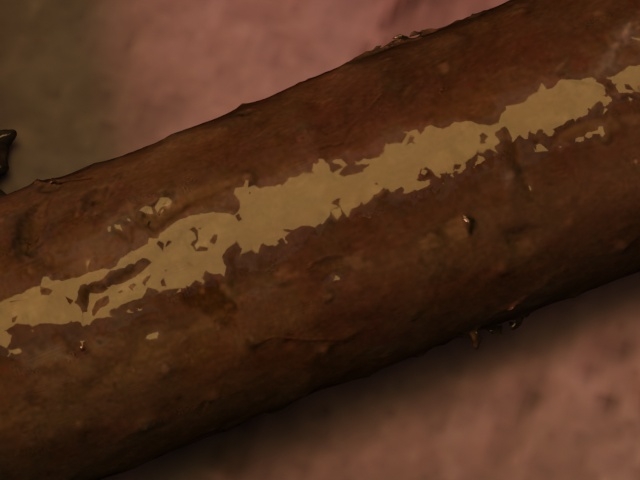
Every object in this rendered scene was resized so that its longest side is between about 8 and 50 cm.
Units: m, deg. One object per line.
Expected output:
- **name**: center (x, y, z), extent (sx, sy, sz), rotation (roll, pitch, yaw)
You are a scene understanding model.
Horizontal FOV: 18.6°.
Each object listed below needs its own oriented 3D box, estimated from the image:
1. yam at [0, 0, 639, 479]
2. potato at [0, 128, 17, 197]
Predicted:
- **yam**: center (0.000, 0.000, 0.413), extent (0.169, 0.068, 0.068), rotation (-21, 68, -2)
- **potato**: center (-0.122, -0.051, 0.441), extent (0.086, 0.061, 0.122), rotation (-17, 68, -7)
